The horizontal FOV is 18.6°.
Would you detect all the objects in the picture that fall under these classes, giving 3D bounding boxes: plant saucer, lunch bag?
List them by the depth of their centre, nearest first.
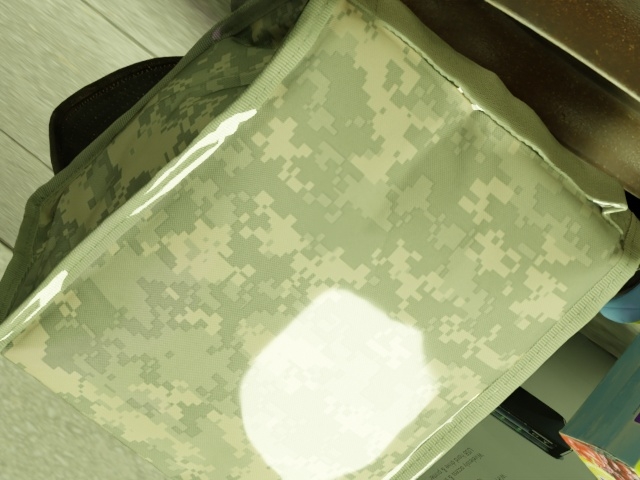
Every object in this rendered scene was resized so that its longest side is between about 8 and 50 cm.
[{"bbox_3d":[0.138,-0.078,0.949,0.310,0.050,0.310,34,180,0],"label":"plant saucer"},{"bbox_3d":[0.000,0.000,1.050,0.235,0.287,0.169,39,-151,-20],"label":"lunch bag"}]

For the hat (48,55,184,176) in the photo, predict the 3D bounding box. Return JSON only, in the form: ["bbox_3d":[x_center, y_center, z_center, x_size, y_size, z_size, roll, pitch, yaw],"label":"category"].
[{"bbox_3d":[-0.021,-0.054,1.292,0.331,0.331,0.134,36,124,11],"label":"hat"}]

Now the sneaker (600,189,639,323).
[{"bbox_3d":[0.173,-0.007,1.164,0.067,0.078,0.188,-1,-167,-12],"label":"sneaker"}]

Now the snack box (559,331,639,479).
[{"bbox_3d":[0.256,0.112,1.099,0.207,0.174,0.070,47,166,-33],"label":"snack box"}]

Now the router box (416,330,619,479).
[{"bbox_3d":[0.092,0.127,1.351,0.301,0.082,0.335,34,-154,16],"label":"router box"}]
